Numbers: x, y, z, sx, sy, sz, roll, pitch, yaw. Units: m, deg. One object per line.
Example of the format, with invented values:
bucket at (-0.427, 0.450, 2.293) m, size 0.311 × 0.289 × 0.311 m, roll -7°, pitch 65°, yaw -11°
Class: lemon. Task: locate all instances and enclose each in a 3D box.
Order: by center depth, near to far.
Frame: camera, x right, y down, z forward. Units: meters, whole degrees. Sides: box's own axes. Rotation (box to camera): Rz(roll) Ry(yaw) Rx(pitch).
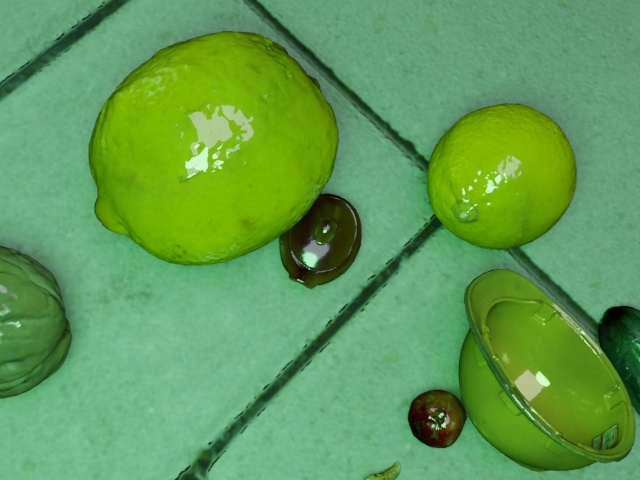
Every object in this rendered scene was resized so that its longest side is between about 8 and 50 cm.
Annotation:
lemon at (-0.121, -0.102, 1.024) m, size 0.284 × 0.260 × 0.260 m, roll -11°, pitch 77°, yaw -14°
lemon at (0.221, -0.077, 1.112) m, size 0.178 × 0.178 × 0.203 m, roll 44°, pitch 47°, yaw 3°

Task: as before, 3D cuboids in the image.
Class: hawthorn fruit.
hawthorn fruit at (0.137, 0.212, 1.073) m, size 0.077 × 0.077 × 0.077 m, roll 3°, pitch 74°, yaw -10°

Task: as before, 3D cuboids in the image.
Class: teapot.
teapot at (0.000, 0.000, 1.103) m, size 0.098 × 0.078 × 0.129 m, roll 28°, pitch 72°, yaw -2°

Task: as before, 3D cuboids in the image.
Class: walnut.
walnut at (-0.384, 0.082, 0.960) m, size 0.231 × 0.178 × 0.178 m, roll 5°, pitch 74°, yaw -4°

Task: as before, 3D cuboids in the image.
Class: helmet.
helmet at (0.235, 0.176, 1.067) m, size 0.205 × 0.140 × 0.257 m, roll -19°, pitch 64°, yaw -48°

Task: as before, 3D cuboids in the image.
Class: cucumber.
cucumber at (0.449, 0.184, 1.147) m, size 0.115 × 0.063 × 0.244 m, roll -40°, pitch 83°, yaw -18°

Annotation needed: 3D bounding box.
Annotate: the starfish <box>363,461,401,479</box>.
starfish at (-0.022, 0.373, 0.987) m, size 0.347 × 0.078 × 0.357 m, roll 29°, pitch 63°, yaw 7°
